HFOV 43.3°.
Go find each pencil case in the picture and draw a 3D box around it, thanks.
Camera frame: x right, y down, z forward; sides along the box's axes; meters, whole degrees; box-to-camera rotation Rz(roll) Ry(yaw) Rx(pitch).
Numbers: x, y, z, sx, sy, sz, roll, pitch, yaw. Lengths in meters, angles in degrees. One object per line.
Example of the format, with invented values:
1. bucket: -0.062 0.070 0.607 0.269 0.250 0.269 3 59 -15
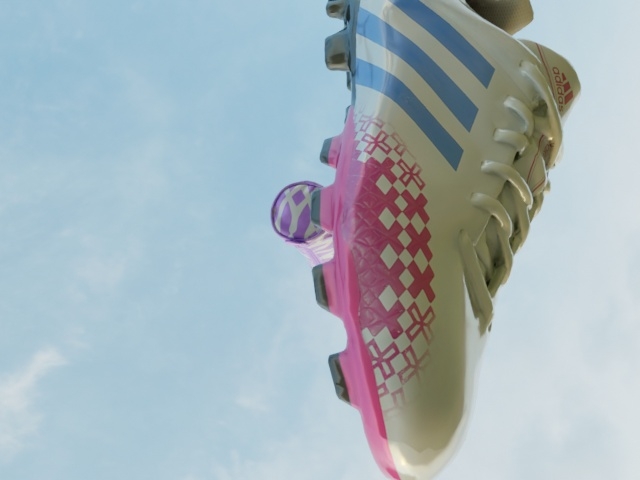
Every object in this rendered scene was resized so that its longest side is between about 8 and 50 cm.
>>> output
1. pencil case: 0.000 0.000 1.029 0.206 0.086 0.088 53 -128 -62

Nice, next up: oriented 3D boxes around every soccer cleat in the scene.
1. soccer cleat: 0.075 -0.040 0.434 0.116 0.143 0.331 64 -158 -53
